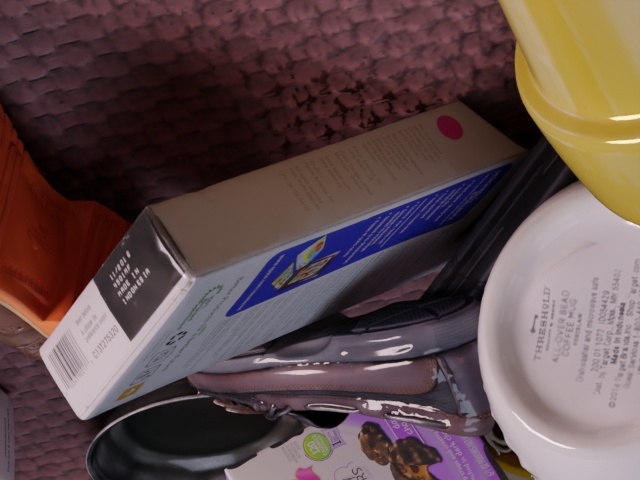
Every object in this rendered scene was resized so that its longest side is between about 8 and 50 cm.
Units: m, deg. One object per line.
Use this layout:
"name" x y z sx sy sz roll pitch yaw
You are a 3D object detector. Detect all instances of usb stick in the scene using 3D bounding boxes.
"usb stick" 0.144 -0.024 1.333 0.077 0.045 0.278 -26 160 -39

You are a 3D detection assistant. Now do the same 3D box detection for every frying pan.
"frying pan" -0.101 0.203 1.673 0.197 0.053 0.326 -3 147 -7

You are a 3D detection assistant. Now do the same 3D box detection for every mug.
"mug" 0.273 0.034 1.274 0.276 0.374 0.328 21 -179 37

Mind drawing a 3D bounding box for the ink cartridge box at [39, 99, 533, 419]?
"ink cartridge box" 0.000 0.000 1.303 0.371 0.069 0.176 -18 158 -41

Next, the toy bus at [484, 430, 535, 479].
"toy bus" 0.165 0.237 1.722 0.202 0.191 0.104 -34 -179 34

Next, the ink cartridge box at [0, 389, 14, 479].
"ink cartridge box" -0.356 0.131 1.484 0.160 0.092 0.219 -18 145 15

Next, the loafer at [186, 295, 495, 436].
"loafer" 0.006 0.104 1.411 0.109 0.095 0.302 -24 -171 -41

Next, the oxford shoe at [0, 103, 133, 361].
"oxford shoe" -0.250 -0.013 1.272 0.132 0.130 0.364 -9 141 34

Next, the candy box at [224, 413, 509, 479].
"candy box" 0.046 0.218 1.567 0.196 0.165 0.070 -26 147 -14

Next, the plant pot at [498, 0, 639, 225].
"plant pot" 0.187 -0.173 1.033 0.254 0.254 0.239 -26 126 25
